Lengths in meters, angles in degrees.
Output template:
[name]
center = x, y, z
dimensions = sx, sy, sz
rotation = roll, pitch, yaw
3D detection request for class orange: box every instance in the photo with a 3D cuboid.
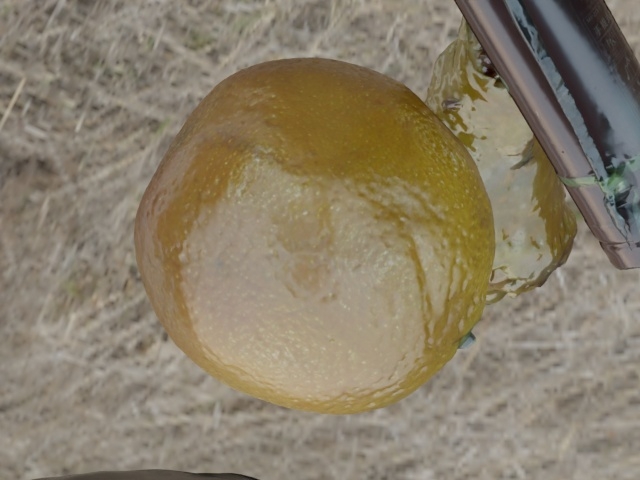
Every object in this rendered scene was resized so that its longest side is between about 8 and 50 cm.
[orange]
center = 0.000, 0.000, 1.166
dimensions = 0.264, 0.264, 0.264
rotation = 3, 125, 5

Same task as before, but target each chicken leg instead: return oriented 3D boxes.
[chicken leg]
center = 0.111, -0.076, 1.416
dimensions = 0.295, 0.182, 0.409
rotation = -20, 145, -22

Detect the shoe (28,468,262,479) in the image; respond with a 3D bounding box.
[shoe]
center = 0.002, 0.153, 0.356
dimensions = 0.384, 0.237, 0.171
rotation = -16, 117, 18

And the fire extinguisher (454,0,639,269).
[fire extinguisher]
center = 0.080, -0.061, 0.539
dimensions = 0.045, 0.078, 0.157
rotation = -28, 108, 13
